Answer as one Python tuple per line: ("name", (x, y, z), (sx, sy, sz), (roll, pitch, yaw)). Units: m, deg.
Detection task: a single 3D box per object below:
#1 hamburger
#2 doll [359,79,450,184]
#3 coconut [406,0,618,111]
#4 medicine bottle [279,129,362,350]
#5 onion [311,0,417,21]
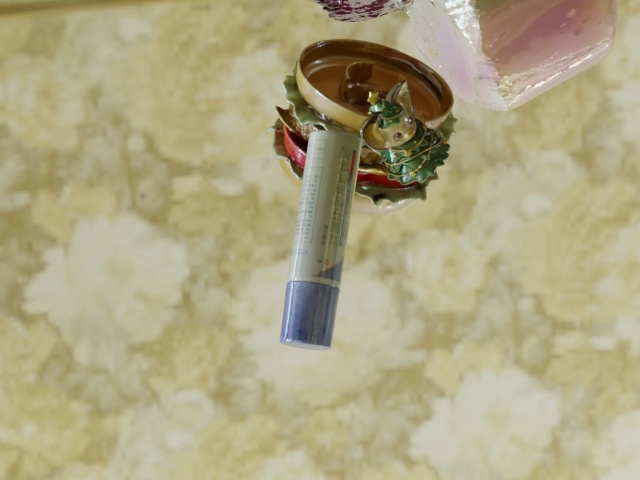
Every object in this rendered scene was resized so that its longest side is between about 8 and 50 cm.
("hamburger", (0.059, -0.156, 2.662), (0.274, 0.212, 0.274), (12, -145, -8))
("doll", (0.077, -0.117, 1.883), (0.078, 0.113, 0.077), (-49, -162, -16))
("coconut", (0.237, -0.286, 2.057), (0.245, 0.233, 0.233), (-29, -146, -13))
("medicine bottle", (0.000, 0.000, 1.888), (0.059, 0.230, 0.059), (8, 171, 1))
("onion", (0.029, -0.420, 1.716), (0.348, 0.348, 0.385), (-31, -100, -41))
